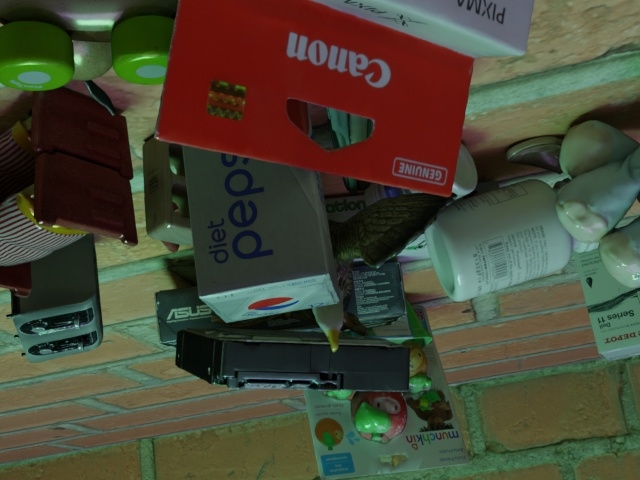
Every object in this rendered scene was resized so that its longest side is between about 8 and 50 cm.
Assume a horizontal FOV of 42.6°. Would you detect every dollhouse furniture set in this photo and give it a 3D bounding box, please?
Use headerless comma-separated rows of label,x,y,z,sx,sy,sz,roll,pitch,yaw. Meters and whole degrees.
dollhouse furniture set,-0.222,-0.023,0.953,0.201,0.152,0.374,-23,155,35

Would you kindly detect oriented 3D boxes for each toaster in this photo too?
toaster,-0.353,0.051,1.093,0.110,0.186,0.168,-5,152,-15

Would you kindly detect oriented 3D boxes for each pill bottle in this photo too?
pill bottle,0.267,-0.011,1.104,0.229,0.131,0.131,-17,160,-5
pill bottle,0.127,-0.072,1.065,0.078,0.078,0.137,11,152,-42

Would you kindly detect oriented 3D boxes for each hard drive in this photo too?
hard drive,-0.054,0.154,1.100,0.236,0.064,0.339,4,176,-17

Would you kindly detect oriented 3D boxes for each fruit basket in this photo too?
fruit basket,0.118,0.280,1.626,0.326,0.353,0.165,1,143,-23

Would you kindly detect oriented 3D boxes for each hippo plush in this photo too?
hippo plush,0.448,-0.076,0.957,0.294,0.235,0.236,-1,159,-16

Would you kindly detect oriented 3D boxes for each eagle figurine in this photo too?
eagle figurine,0.005,0.008,0.890,0.226,0.225,0.298,-31,151,-24

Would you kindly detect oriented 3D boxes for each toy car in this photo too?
toy car,-0.165,-0.168,0.610,0.148,0.155,0.188,-5,169,-9

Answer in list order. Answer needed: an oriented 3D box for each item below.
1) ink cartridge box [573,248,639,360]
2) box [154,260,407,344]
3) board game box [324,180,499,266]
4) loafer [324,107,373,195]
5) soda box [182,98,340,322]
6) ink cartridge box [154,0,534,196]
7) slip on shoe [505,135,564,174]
ink cartridge box,0.572,0.103,1.523,0.153,0.209,0.087,-18,158,23
box,-0.062,0.123,1.425,0.394,0.097,0.318,-7,172,0
board game box,0.103,-0.016,1.243,0.305,0.053,0.193,-6,161,-6
loafer,0.051,-0.127,0.876,0.084,0.096,0.267,-15,157,2
soda box,-0.055,-0.087,0.651,0.098,0.287,0.091,-10,161,4
ink cartridge box,0.035,-0.163,0.563,0.275,0.239,0.060,7,-178,-37
slip on shoe,0.314,-0.109,1.092,0.135,0.041,0.051,-3,159,-15
